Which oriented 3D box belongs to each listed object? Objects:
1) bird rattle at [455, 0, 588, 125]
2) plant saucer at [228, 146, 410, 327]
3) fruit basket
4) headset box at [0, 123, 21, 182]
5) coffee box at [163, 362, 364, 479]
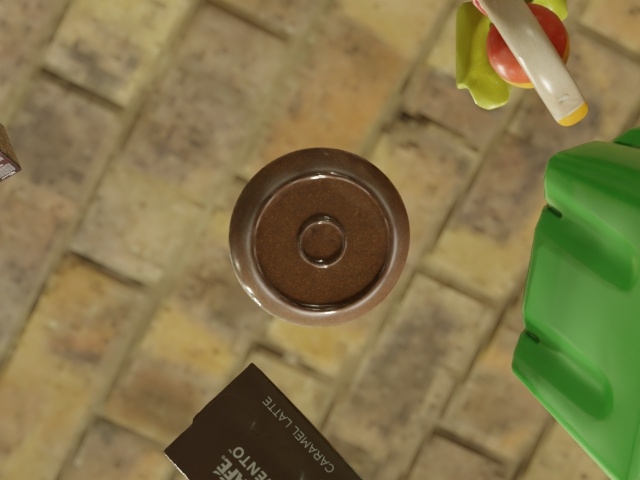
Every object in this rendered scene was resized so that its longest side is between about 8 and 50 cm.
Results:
[{"bbox_3d":[0.191,-0.218,1.912,0.143,0.253,0.207,-31,-121,-2],"label":"bird rattle"},{"bbox_3d":[0.000,0.000,1.809,0.168,0.168,0.029,-62,-171,8],"label":"plant saucer"},{"bbox_3d":[0.360,0.037,1.266,0.392,0.392,0.283,-94,-170,-63],"label":"fruit basket"},{"bbox_3d":[-0.357,-0.107,2.100,0.032,0.083,0.062,-31,-117,8],"label":"headset box"},{"bbox_3d":[-0.025,0.203,1.585,0.098,0.141,0.246,-44,162,-6],"label":"coffee box"}]
